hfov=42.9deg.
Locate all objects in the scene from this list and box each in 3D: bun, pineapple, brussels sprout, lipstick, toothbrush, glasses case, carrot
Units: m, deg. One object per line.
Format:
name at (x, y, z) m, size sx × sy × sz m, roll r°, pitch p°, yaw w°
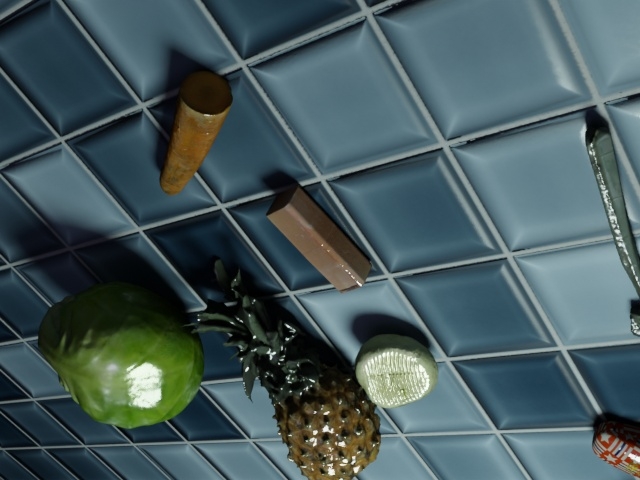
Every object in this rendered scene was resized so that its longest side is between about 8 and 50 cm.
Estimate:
bun at (0.105, 0.173, 1.117) m, size 0.115 × 0.069 × 0.115 m, roll 5°, pitch 117°, yaw 10°
pineapple at (-0.056, 0.185, 1.174) m, size 0.165 × 0.165 × 0.365 m, roll -23°, pitch 111°, yaw 42°
brussels sprout at (-0.289, 0.165, 1.212) m, size 0.244 × 0.244 × 0.244 m, roll 15°, pitch 138°, yaw 14°
lipstick at (0.000, 0.000, 1.008) m, size 0.045 × 0.045 × 0.145 m, roll -22°, pitch 119°, yaw 43°
toothbrush at (0.317, 0.001, 0.852) m, size 0.030 × 0.030 × 0.297 m, roll 4°, pitch 136°, yaw 39°
glasses case at (0.456, 0.296, 1.072) m, size 0.194 × 0.049 × 0.073 m, roll 17°, pitch 139°, yaw 12°
carrot at (-0.160, -0.112, 0.972) m, size 0.061 × 0.061 × 0.210 m, roll 30°, pitch 144°, yaw -4°
